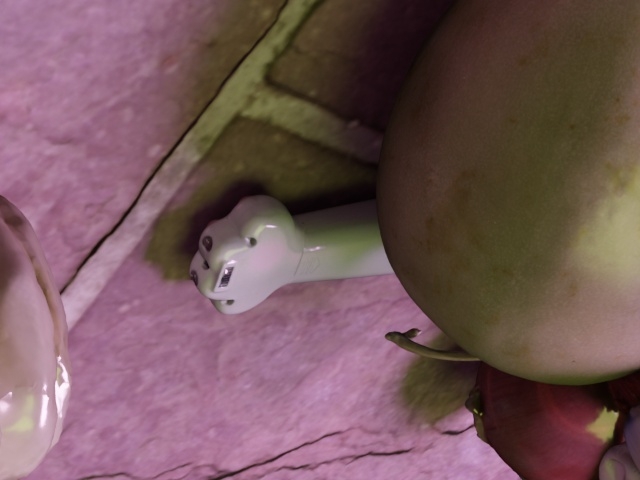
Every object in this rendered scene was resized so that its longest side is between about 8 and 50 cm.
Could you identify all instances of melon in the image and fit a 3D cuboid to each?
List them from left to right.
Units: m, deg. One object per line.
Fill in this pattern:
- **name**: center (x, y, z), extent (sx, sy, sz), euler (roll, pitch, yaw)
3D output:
- **melon**: center (0.163, -0.047, 1.128), extent (0.272, 0.272, 0.308), euler (-25, 135, -12)

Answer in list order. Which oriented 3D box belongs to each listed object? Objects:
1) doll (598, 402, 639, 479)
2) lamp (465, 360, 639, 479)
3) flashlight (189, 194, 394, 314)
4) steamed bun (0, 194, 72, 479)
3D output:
- **doll**: center (0.356, 0.047, 1.219), extent (0.423, 0.161, 0.348), euler (-43, 174, 9)
- **lamp**: center (0.214, 0.103, 1.428), extent (0.223, 0.215, 0.151), euler (-28, 165, 32)
- **flashlight**: center (0.000, 0.000, 1.227), extent (0.200, 0.047, 0.093), euler (-9, 136, -35)
- **steamed bun**: center (-0.310, 0.054, 0.876), extent (0.352, 0.247, 0.339), euler (-23, -178, -16)
